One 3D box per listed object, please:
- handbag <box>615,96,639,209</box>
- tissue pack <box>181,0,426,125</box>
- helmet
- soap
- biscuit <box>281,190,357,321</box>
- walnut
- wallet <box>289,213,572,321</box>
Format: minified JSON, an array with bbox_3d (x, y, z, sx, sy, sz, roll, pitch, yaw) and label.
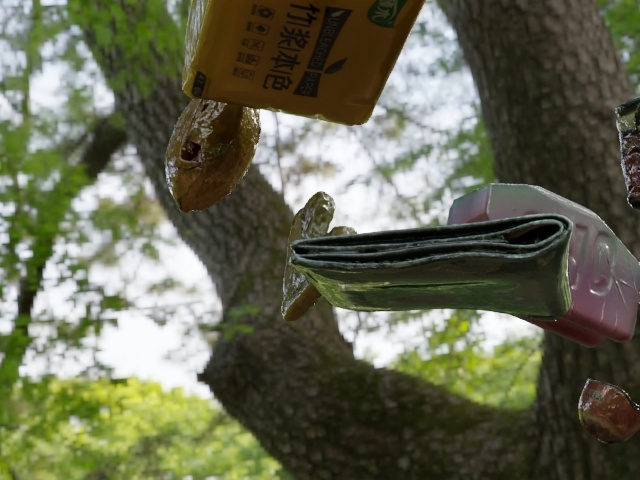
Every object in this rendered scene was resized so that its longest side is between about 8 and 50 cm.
[{"bbox_3d":[0.545,-0.148,1.720,0.181,0.181,0.254,1,-10,-44],"label":"handbag"},{"bbox_3d":[-0.019,-0.352,1.666,0.293,0.228,0.382,9,-30,-11],"label":"tissue pack"},{"bbox_3d":[0.289,0.178,1.200,0.084,0.049,0.065,40,-17,-27],"label":"helmet"},{"bbox_3d":[0.352,0.029,1.905,0.324,0.192,0.109,22,-22,-24],"label":"soap"},{"bbox_3d":[0.000,0.000,1.571,0.039,0.183,0.174,19,-40,-18],"label":"biscuit"},{"bbox_3d":[-0.170,-0.156,1.942,0.137,0.245,0.137,26,-13,7],"label":"walnut"},{"bbox_3d":[0.130,0.040,1.321,0.291,0.054,0.251,-5,-19,11],"label":"wallet"}]
